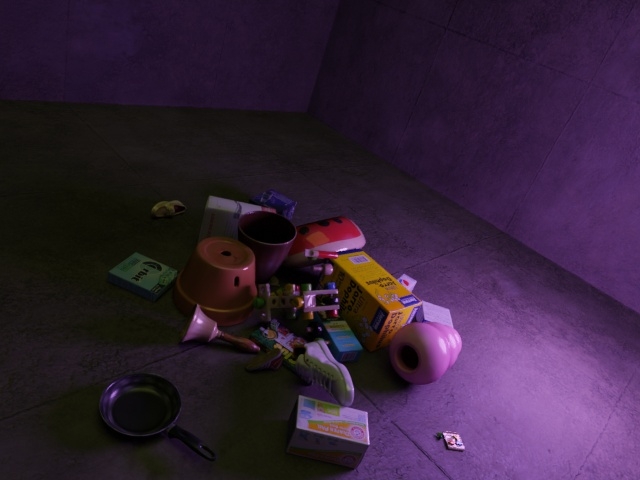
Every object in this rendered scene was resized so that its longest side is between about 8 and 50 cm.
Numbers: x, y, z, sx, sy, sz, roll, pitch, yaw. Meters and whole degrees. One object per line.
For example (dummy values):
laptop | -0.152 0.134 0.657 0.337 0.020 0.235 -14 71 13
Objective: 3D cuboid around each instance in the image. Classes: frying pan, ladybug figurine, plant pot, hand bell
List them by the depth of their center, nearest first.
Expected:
frying pan | -0.394 0.439 1.225 0.326 0.053 0.197 21 28 -3
hand bell | -0.302 0.299 1.506 0.242 0.126 0.126 25 26 -17
plant pot | -0.345 0.121 1.657 0.290 0.204 0.291 15 28 -8
plant pot | -0.220 0.042 1.808 0.215 0.230 0.215 12 33 -8
ladybug figurine | 0.000 0.000 2.019 0.305 0.162 0.449 -7 7 42

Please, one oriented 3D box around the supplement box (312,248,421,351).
supplement box | 0.167 0.214 1.828 0.195 0.194 0.356 -8 39 -42

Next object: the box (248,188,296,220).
box | -0.237 -0.147 2.299 0.153 0.108 0.207 28 29 14

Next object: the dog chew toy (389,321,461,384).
dog chew toy | 0.387 0.379 1.692 0.331 0.207 0.206 -2 34 -49

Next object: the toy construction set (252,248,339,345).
toy construction set | -0.084 0.168 1.606 0.237 0.309 0.257 8 14 -41

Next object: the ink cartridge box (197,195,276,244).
ink cartridge box | -0.338 -0.047 1.951 0.283 0.207 0.117 12 28 -15

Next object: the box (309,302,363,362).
box | 0.048 0.322 1.705 0.100 0.060 0.244 2 33 -30

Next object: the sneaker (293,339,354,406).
sneaker | -0.003 0.399 1.428 0.123 0.106 0.290 -1 17 -24

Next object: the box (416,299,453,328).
box | 0.459 0.325 1.951 0.126 0.072 0.137 19 27 -3

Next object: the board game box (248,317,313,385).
board game box | -0.095 0.360 1.581 0.259 0.030 0.136 31 32 20

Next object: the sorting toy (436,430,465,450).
sorting toy | 0.396 0.609 1.472 0.083 0.012 0.062 13 29 -13

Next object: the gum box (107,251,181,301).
gum box | -0.604 0.123 1.658 0.184 0.041 0.157 24 28 5

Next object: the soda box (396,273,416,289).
soda box | 0.331 0.220 2.052 0.069 0.074 0.216 32 30 21

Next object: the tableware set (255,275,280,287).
tableware set | -0.240 0.130 1.900 0.141 0.020 0.169 2 36 -21

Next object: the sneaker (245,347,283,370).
sneaker | -0.171 0.383 1.490 0.118 0.067 0.042 -23 44 -11

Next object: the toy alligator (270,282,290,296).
toy alligator | -0.161 0.209 1.787 0.189 0.056 0.051 -22 91 -55

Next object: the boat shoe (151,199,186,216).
boat shoe | -0.646 -0.133 2.060 0.059 0.063 0.170 25 27 21

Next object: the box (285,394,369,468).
box | 0.020 0.516 1.298 0.203 0.103 0.114 16 28 -7
